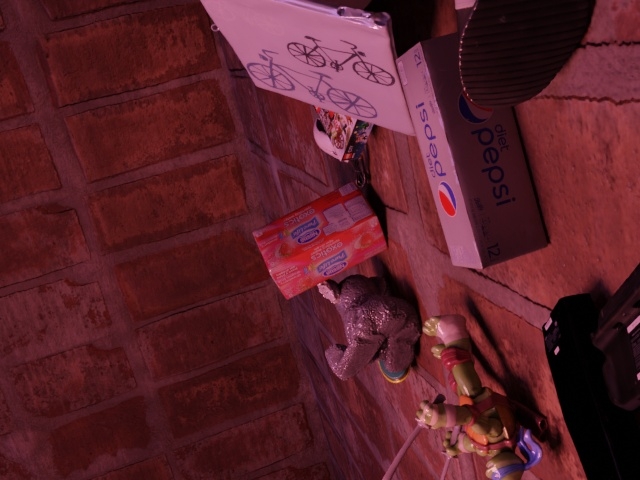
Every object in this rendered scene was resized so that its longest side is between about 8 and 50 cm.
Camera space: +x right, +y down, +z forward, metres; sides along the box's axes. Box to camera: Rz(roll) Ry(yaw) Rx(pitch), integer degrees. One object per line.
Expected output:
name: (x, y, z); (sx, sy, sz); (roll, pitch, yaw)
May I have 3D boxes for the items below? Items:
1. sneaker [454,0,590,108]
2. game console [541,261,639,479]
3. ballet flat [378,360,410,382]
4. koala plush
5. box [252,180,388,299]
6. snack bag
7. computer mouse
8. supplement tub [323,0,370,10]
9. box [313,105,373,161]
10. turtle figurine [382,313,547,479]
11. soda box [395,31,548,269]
sneaker: (0.182, -0.290, 0.624); (0.146, 0.123, 0.330); (-94, -3, -47)
game console: (0.296, 0.131, 0.636); (0.361, 0.044, 0.213); (79, -178, -62)
ballet flat: (0.170, 0.275, 1.565); (0.077, 0.077, 0.231); (55, -179, -31)
koala plush: (0.100, 0.156, 1.440); (0.221, 0.196, 0.203); (-119, 36, -46)
box: (0.000, 0.000, 1.426); (0.128, 0.257, 0.122); (61, 178, 42)
snack bag: (-0.017, -0.281, 0.981); (0.323, 0.037, 0.342); (22, 171, 20)
computer mouse: (0.034, -0.199, 1.421); (0.193, 0.042, 0.106); (48, 170, 38)
supplement tub: (-0.048, -0.456, 1.069); (0.331, 0.241, 0.240); (-135, 30, -65)
box: (0.055, -0.283, 1.218); (0.233, 0.044, 0.159); (112, 140, -54)
turtle figurine: (0.193, 0.272, 1.036); (0.275, 0.198, 0.266); (-41, 38, 33)
soda box: (0.189, -0.113, 0.826); (0.091, 0.098, 0.286); (-178, 71, -77)
